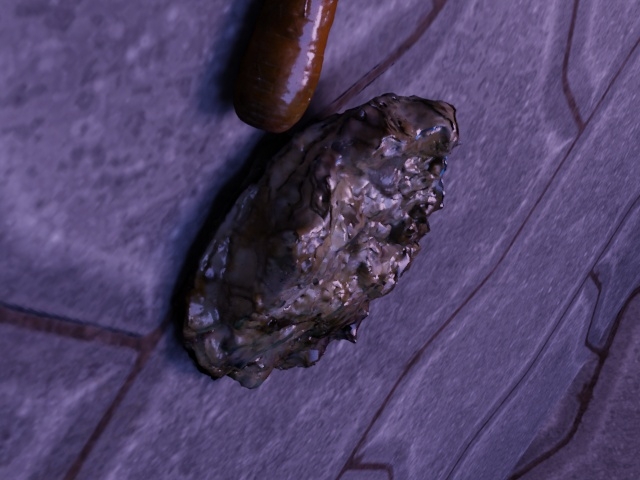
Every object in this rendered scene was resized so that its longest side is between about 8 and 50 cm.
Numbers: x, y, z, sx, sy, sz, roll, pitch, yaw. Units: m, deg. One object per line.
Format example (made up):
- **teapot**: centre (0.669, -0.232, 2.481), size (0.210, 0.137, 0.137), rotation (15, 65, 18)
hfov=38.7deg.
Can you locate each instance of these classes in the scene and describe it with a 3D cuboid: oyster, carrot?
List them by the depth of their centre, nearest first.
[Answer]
- **carrot**: centre (-0.004, -0.151, 0.506), size (0.047, 0.047, 0.191), rotation (-8, 123, -57)
- **oyster**: centre (0.005, 0.006, 0.642), size (0.198, 0.092, 0.259), rotation (12, 111, -58)
